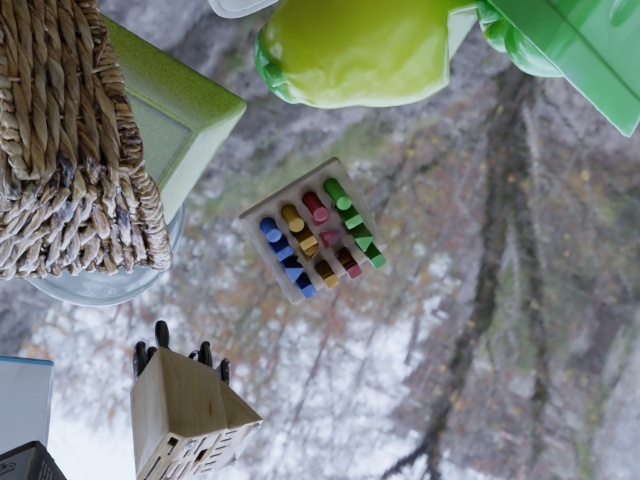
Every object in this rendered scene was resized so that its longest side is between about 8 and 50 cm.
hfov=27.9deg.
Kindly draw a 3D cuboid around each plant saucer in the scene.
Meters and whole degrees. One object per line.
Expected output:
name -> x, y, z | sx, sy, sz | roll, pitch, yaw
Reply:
plant saucer -> -0.361, -0.094, 2.121 | 0.400, 0.400, 0.101 | 4, 167, -43
plant saucer -> -0.199, -0.109, 1.281 | 0.188, 0.188, 0.045 | 31, -144, -10

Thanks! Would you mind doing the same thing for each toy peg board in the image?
toy peg board -> 0.000, 0.000, 1.764 | 0.161, 0.161, 0.079 | 59, 178, -29

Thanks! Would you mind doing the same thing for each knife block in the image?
knife block -> -0.211, 0.207, 1.743 | 0.242, 0.088, 0.276 | 40, -162, 22

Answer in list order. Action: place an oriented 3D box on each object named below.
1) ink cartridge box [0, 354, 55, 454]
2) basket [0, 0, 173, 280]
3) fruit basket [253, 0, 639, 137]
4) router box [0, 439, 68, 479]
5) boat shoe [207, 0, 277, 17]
ink cartridge box -> -0.476, 0.221, 1.468 | 0.270, 0.197, 0.198 | -1, 171, 34
basket -> -0.211, -0.137, 1.038 | 0.223, 0.213, 0.299 | -3, -118, -39
fruit basket -> 0.126, -0.236, 1.226 | 0.392, 0.392, 0.283 | 37, -174, 35
router box -> -0.249, 0.290, 0.807 | 0.081, 0.309, 0.243 | -93, -23, -63
boat shoe -> -0.018, -0.380, 1.619 | 0.324, 0.116, 0.096 | -26, -122, -21
